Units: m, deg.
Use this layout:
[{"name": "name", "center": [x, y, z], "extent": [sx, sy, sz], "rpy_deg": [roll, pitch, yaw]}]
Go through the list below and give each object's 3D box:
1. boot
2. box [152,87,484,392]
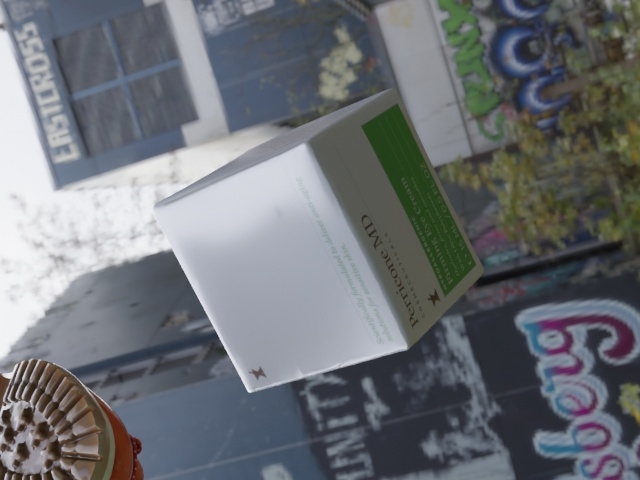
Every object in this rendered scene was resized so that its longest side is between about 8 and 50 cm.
[{"name": "boot", "center": [-0.100, 0.088, 0.444], "extent": [0.084, 0.158, 0.059], "rpy_deg": [26, -104, -29]}, {"name": "box", "center": [0.000, 0.000, 0.497], "extent": [0.087, 0.102, 0.101], "rpy_deg": [-37, -77, -50]}]
